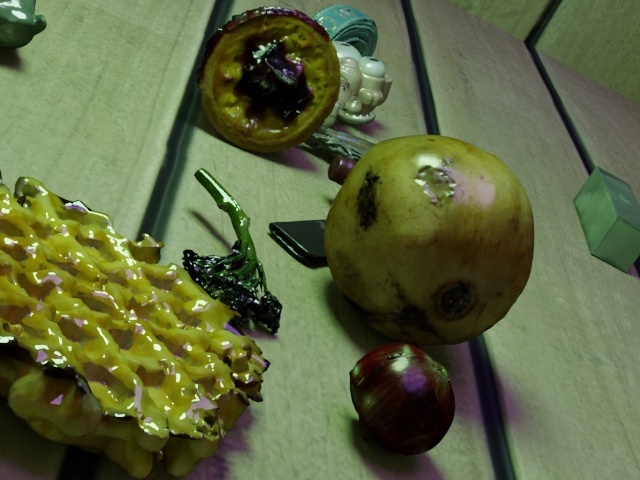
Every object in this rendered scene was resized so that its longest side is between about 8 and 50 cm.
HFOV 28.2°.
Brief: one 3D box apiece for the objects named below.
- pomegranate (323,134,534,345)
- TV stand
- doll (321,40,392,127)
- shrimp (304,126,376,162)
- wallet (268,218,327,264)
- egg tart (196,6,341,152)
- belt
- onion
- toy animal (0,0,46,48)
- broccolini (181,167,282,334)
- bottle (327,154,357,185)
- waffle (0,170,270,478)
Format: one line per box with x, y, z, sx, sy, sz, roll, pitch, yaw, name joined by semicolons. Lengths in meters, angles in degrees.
0.132;-0.001;1.541;0.260;0.260;0.260;26;22;-11;pomegranate
0.541;-0.044;2.371;0.082;0.088;0.269;27;23;-8;TV stand
0.031;-0.249;2.132;0.154;0.119;0.278;19;24;3;doll
0.053;-0.120;1.983;0.223;0.047;0.126;22;33;-23;shrimp
0.000;0.000;1.686;0.082;0.018;0.156;42;24;26;wallet
-0.087;-0.243;1.881;0.215;0.215;0.171;22;8;-21;egg tart
0.030;-0.366;2.352;0.082;0.148;0.163;37;-6;24;belt
0.083;0.167;1.313;0.117;0.118;0.119;39;18;-20;onion
-0.484;-0.310;1.649;0.251;0.127;0.125;1;45;-26;toy animal
-0.127;-0.002;1.472;0.123;0.062;0.271;33;22;-39;broccolini
0.123;-0.063;1.861;0.245;0.104;0.104;22;23;-20;bottle
-0.224;0.065;1.169;0.379;0.095;0.382;32;19;1;waffle
